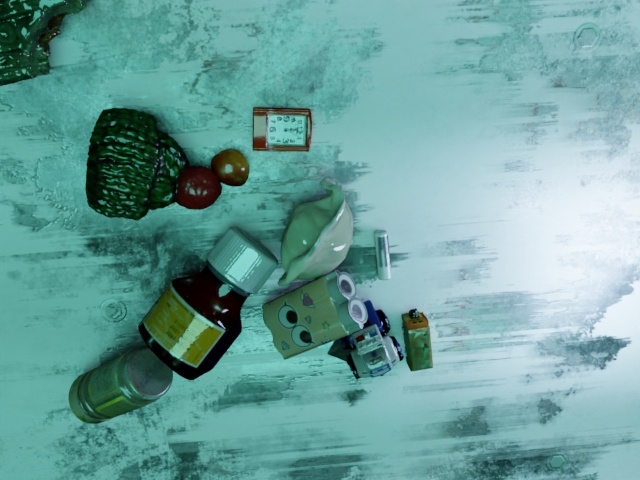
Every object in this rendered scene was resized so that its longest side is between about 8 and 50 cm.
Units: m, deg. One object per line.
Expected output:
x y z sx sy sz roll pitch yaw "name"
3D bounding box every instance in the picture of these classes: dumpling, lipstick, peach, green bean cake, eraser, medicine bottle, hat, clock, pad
0.000 0.000 1.741 0.187 0.243 0.318 24 94 -12 "dumpling"
0.176 0.041 1.876 0.040 0.040 0.141 -7 109 -1 "lipstick"
-0.233 -0.187 1.738 0.100 0.101 0.101 -1 109 -3 "peach"
-0.698 -0.534 1.550 0.307 0.169 0.300 -15 109 0 "green bean cake"
-0.020 0.203 1.818 0.290 0.087 0.171 -27 85 35 "eraser"
-0.287 0.160 1.797 0.242 0.242 0.395 41 89 -16 "medicine bottle"
-0.411 -0.177 1.674 0.332 0.242 0.274 11 133 -16 "hat"
-0.100 -0.290 1.733 0.155 0.061 0.113 1 109 -8 "clock"
-0.547 0.397 1.820 0.322 0.151 0.151 -27 112 39 "medicine bottle"
0.129 0.329 1.995 0.193 0.004 0.116 24 105 -11 "pad"

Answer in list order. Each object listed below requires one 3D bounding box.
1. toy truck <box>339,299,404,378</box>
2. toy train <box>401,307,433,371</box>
0.128 0.269 1.864 0.161 0.213 0.177 -23 149 -1 "toy truck"
0.280 0.294 1.941 0.072 0.099 0.188 -9 111 0 "toy train"
